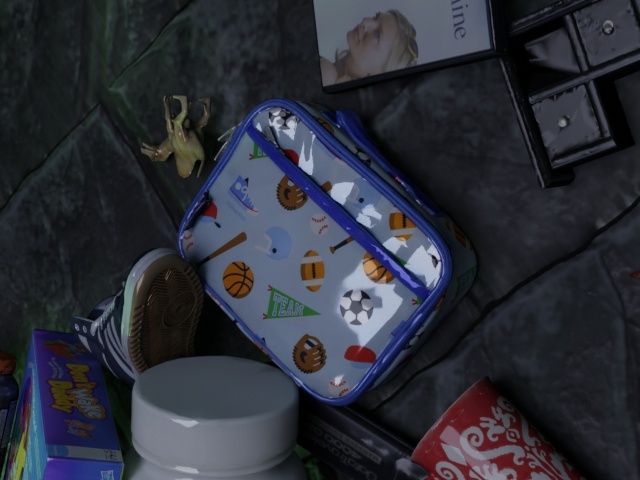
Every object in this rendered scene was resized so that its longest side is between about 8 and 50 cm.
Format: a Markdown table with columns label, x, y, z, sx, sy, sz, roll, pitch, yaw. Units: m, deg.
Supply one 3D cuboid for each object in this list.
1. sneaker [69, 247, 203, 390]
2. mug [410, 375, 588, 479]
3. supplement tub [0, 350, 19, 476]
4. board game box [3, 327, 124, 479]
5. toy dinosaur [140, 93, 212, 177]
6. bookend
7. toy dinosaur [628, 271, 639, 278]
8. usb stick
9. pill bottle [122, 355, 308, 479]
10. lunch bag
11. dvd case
| label | x | y | z | sx | sy | sz | roll | pitch | yaw |
| --- | --- | --- | --- | --- | --- | --- | --- | --- | --- |
| sneaker | -0.210 | 0.078 | 1.320 | 0.153 | 0.099 | 0.282 | 41 | 150 | 27 |
| mug | 0.176 | 0.243 | 1.154 | 0.169 | 0.113 | 0.150 | 41 | 108 | 17 |
| supplement tub | -0.444 | 0.230 | 1.481 | 0.117 | 0.117 | 0.190 | 12 | 90 | 30 |
| board game box | -0.299 | 0.273 | 1.339 | 0.347 | 0.078 | 0.233 | -131 | 53 | -67 |
| toy dinosaur | -0.147 | -0.115 | 1.334 | 0.183 | 0.053 | 0.093 | 17 | 103 | 61 |
| bookend | 0.257 | -0.146 | 1.087 | 0.156 | 0.072 | 0.157 | -20 | 85 | 31 |
| toy dinosaur | 0.332 | 0.014 | 1.077 | 0.090 | 0.047 | 0.082 | 32 | 92 | 36 |
| usb stick | 0.039 | 0.219 | 1.271 | 0.278 | 0.045 | 0.077 | 29 | 117 | 26 |
| pill bottle | -0.117 | 0.320 | 1.259 | 0.204 | 0.204 | 0.361 | 13 | 109 | 30 |
| lunch bag | 0.000 | 0.000 | 1.237 | 0.303 | 0.115 | 0.243 | 44 | 113 | 19 |
| dvd case | 0.077 | -0.251 | 1.170 | 0.253 | 0.022 | 0.180 | -5 | 92 | 50 |
